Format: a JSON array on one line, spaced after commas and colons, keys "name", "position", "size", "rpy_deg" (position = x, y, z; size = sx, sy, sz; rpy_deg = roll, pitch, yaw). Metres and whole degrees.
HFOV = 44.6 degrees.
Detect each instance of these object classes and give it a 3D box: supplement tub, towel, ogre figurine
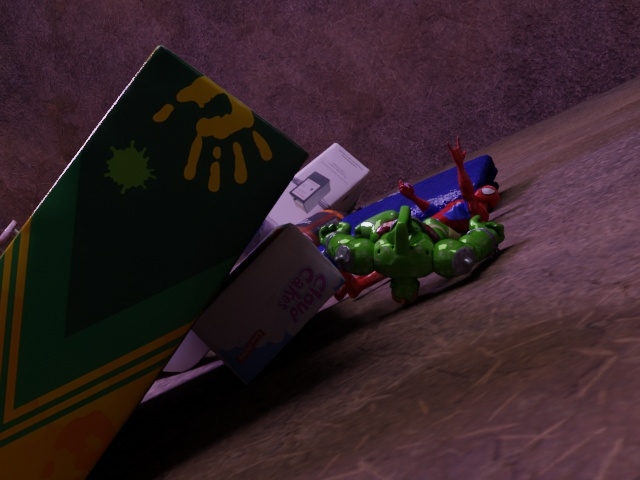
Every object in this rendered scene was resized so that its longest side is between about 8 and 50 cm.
[{"name": "supplement tub", "position": [0.000, 0.000, 1.561], "size": [0.106, 0.106, 0.198], "rpy_deg": [-24, 4, 34]}, {"name": "towel", "position": [0.157, -0.037, 1.336], "size": [0.308, 0.076, 0.228], "rpy_deg": [-24, 11, 23]}, {"name": "ogre figurine", "position": [0.089, 0.007, 0.826], "size": [0.196, 0.097, 0.118], "rpy_deg": [19, 19, 7]}]

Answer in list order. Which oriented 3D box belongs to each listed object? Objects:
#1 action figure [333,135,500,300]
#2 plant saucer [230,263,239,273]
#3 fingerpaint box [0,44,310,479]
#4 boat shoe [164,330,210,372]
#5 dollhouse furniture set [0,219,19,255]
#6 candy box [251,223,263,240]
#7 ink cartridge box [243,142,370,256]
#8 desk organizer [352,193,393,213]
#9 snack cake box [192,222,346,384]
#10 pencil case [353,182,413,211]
[{"name": "action figure", "position": [0.123, -0.039, 1.063], "size": [0.280, 0.139, 0.091], "rpy_deg": [-25, 3, -22]}, {"name": "plant saucer", "position": [-0.219, 0.093, 2.232], "size": [0.310, 0.050, 0.310], "rpy_deg": [-27, 4, 2]}, {"name": "fingerpaint box", "position": [-0.210, 0.045, 0.816], "size": [0.371, 0.163, 0.445], "rpy_deg": [-56, 9, -9]}, {"name": "boat shoe", "position": [-0.229, 0.145, 1.170], "size": [0.301, 0.108, 0.102], "rpy_deg": [-33, -1, 45]}, {"name": "dollhouse furniture set", "position": [-0.700, 0.194, 1.898], "size": [0.256, 0.362, 0.394], "rpy_deg": [-23, 32, 55]}, {"name": "candy box", "position": [-0.296, 0.069, 1.633], "size": [0.268, 0.122, 0.317], "rpy_deg": [-20, 34, 56]}, {"name": "ink cartridge box", "position": [-0.033, -0.062, 1.752], "size": [0.273, 0.114, 0.198], "rpy_deg": [-42, -14, -31]}, {"name": "desk organizer", "position": [0.141, -0.071, 2.018], "size": [0.130, 0.050, 0.047], "rpy_deg": [-23, 4, 38]}, {"name": "snack cake box", "position": [-0.067, 0.063, 0.922], "size": [0.152, 0.089, 0.264], "rpy_deg": [-44, 5, -4]}, {"name": "pencil case", "position": [0.159, -0.077, 1.825], "size": [0.151, 0.070, 0.064], "rpy_deg": [-27, 3, -1]}]
